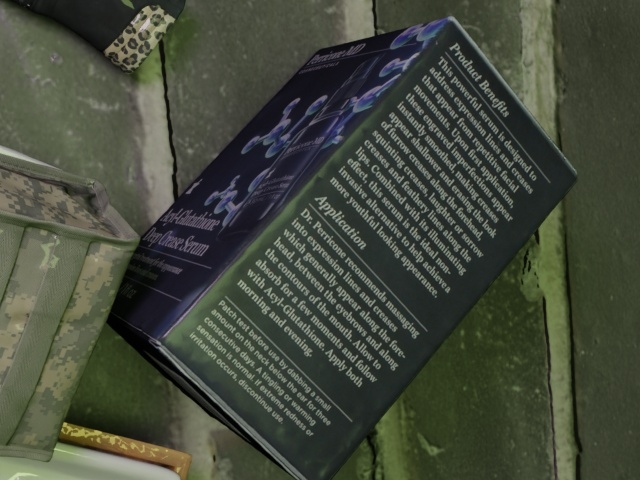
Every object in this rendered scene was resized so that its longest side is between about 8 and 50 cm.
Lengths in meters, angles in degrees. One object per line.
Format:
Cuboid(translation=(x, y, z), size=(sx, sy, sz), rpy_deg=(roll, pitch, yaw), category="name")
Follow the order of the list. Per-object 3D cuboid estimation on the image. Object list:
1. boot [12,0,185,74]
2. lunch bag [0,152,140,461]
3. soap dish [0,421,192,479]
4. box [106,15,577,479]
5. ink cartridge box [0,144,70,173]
Cuboid(translation=(-0.204, -0.304, 0.982), size=(0.178, 0.085, 0.236), rpy_deg=(35, 86, -24), category="boot")
Cuboid(translation=(-0.331, 0.038, 0.806), size=(0.287, 0.169, 0.235), rpy_deg=(16, 106, -34), category="lunch bag")
Cuboid(translation=(-0.299, 0.280, 0.959), size=(0.290, 0.118, 0.229), rpy_deg=(20, 85, -24), category="soap dish")
Cuboid(translation=(0.000, 0.000, 0.979), size=(0.395, 0.293, 0.212), rpy_deg=(-48, 111, -14), category="box")
Cuboid(translation=(-0.323, -0.018, 0.957), size=(0.109, 0.063, 0.150), rpy_deg=(23, 85, -24), category="ink cartridge box")
